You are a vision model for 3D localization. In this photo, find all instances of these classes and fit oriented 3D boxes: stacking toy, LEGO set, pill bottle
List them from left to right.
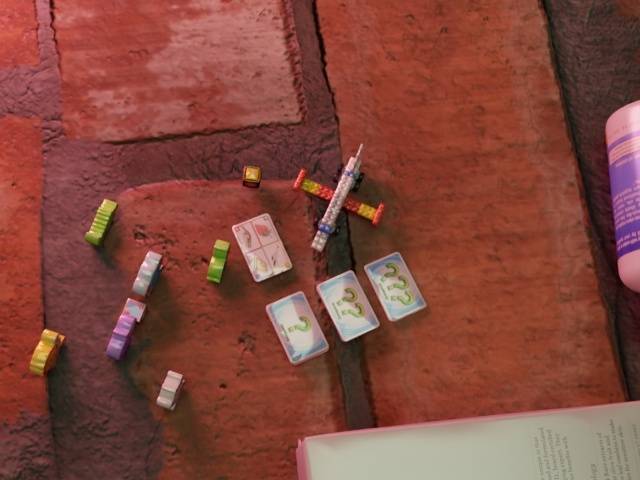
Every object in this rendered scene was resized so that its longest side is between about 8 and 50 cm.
[{"bbox_3d":[-0.214,0.073,1.094,0.167,0.052,0.221,18,74,2],"label":"stacking toy"},{"bbox_3d":[0.000,0.000,1.126,0.183,0.060,0.244,-22,76,-13],"label":"LEGO set"},{"bbox_3d":[0.421,-0.022,1.106,0.152,0.152,0.272,1,75,-3],"label":"pill bottle"}]

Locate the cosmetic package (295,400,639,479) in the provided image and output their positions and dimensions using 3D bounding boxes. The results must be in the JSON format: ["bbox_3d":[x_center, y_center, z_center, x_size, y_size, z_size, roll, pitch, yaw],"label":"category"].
[{"bbox_3d":[0.163,0.263,0.989,0.366,0.197,0.155,-7,76,-3],"label":"cosmetic package"}]
